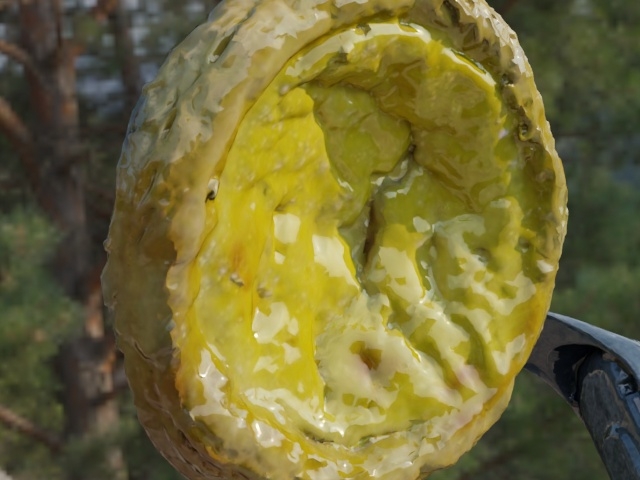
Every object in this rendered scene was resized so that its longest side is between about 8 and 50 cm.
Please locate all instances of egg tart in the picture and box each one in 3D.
[{"bbox_3d":[0.000,0.000,0.544,0.191,0.191,0.074,-7,13,-36],"label":"egg tart"}]

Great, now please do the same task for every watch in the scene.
[{"bbox_3d":[0.096,0.122,0.777,0.193,0.206,0.068,-5,-34,-21],"label":"watch"}]
